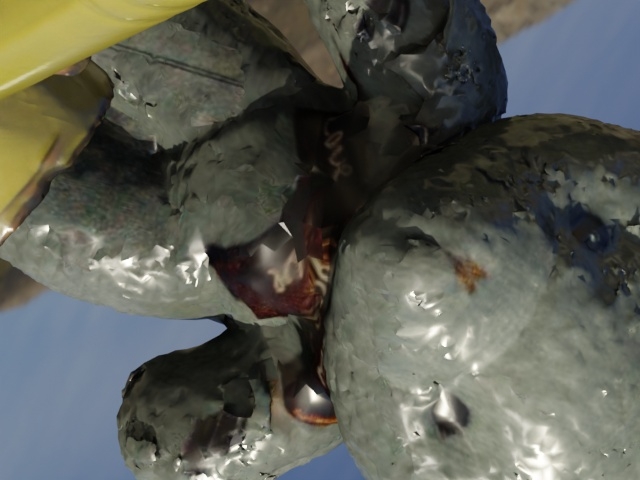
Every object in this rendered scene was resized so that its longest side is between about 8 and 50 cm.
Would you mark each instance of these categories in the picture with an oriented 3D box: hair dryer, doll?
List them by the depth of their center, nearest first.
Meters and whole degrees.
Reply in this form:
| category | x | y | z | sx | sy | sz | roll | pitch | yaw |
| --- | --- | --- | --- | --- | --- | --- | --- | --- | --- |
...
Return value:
| category | x | y | z | sx | sy | sz | roll | pitch | yaw |
| --- | --- | --- | --- | --- | --- | --- | --- | --- | --- |
| hair dryer | -0.092 | -0.067 | 0.400 | 0.090 | 0.135 | 0.278 | -55 | -158 | -23 |
| doll | 0.001 | 0.001 | 0.606 | 0.246 | 0.340 | 0.158 | -59 | 175 | 4 |
